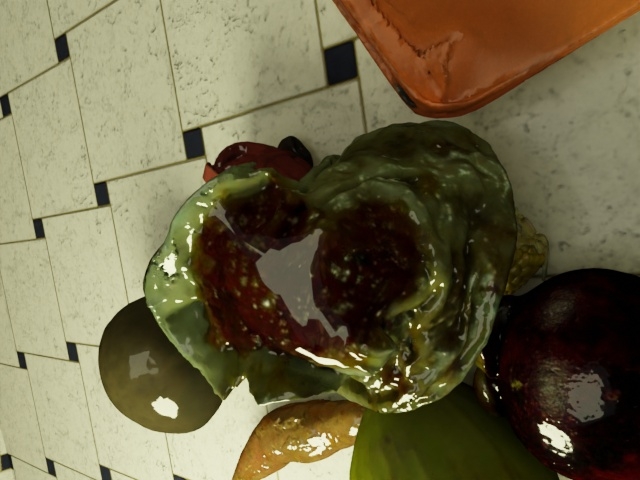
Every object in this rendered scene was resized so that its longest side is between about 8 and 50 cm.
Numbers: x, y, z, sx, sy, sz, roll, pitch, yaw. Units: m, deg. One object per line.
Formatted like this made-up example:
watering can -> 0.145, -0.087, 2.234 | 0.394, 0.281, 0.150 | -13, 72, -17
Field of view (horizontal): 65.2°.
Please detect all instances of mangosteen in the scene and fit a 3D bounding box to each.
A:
mangosteen -> 0.252, 0.126, 0.475 | 0.210, 0.210, 0.209 | 8, 104, 36

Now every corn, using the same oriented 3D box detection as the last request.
corn -> 0.154, 0.066, 0.598 | 0.260, 0.091, 0.091 | -52, 36, 32

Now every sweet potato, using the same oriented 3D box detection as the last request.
sweet potato -> -0.036, 0.302, 0.788 | 0.355, 0.095, 0.106 | -39, 31, 34

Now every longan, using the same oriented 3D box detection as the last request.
longan -> -0.266, 0.214, 0.870 | 0.248, 0.248, 0.248 | 8, 104, 36

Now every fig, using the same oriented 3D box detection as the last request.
fig -> 0.134, 0.276, 0.572 | 0.239, 0.240, 0.271 | -51, 52, 32

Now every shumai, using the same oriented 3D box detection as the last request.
shumai -> 0.000, 0.000, 0.497 | 0.329, 0.289, 0.292 | -68, 16, 3

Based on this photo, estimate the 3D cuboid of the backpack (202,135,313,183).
backpack -> -0.065, -0.030, 0.710 | 0.229, 0.139, 0.229 | 8, 103, 38

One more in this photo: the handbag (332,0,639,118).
handbag -> 0.116, -0.344, 0.450 | 0.304, 0.116, 0.410 | -28, 103, 39
